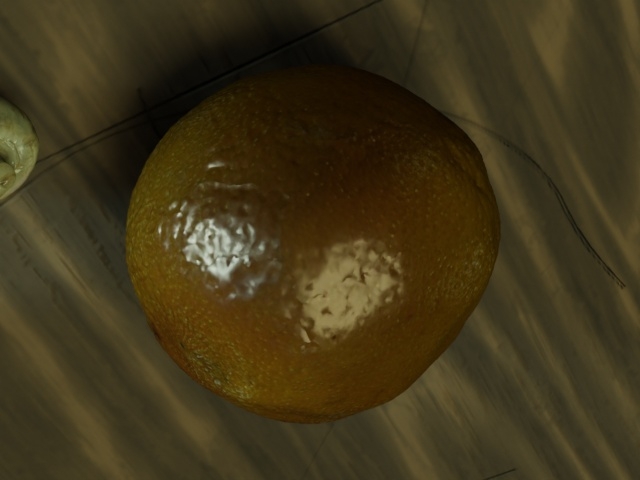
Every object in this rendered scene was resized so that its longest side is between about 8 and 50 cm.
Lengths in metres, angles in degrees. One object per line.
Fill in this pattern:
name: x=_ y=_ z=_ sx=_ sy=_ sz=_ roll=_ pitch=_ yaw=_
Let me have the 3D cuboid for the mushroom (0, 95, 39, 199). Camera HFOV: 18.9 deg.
mushroom: x=-0.226 y=-0.057 z=1.260 sx=0.083 sy=0.067 sz=0.084 roll=-21 pitch=133 yaw=-25

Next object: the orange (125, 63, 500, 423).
orange: x=0.000 y=0.000 z=1.328 sx=0.264 sy=0.264 sz=0.264 roll=-17 pitch=134 yaw=-19
